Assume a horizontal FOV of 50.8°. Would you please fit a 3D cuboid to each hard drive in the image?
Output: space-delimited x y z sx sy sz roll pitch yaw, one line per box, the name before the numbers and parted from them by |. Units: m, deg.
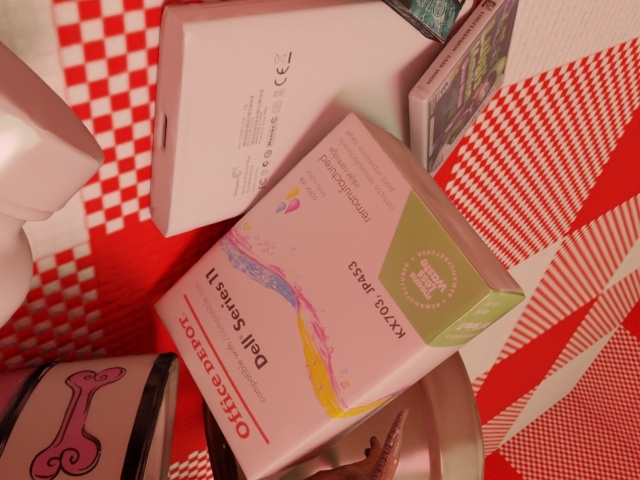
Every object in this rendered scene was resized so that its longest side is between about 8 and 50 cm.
hard drive | -0.004 -0.126 0.619 0.307 0.040 0.203 -20 143 -35

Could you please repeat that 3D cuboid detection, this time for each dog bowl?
dog bowl | -0.225 0.288 0.566 0.150 0.408 0.408 9 132 -7

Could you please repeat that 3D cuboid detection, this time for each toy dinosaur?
toy dinosaur | -0.018 0.277 0.634 0.200 0.127 0.296 3 138 -41

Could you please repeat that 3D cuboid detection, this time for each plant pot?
plant pot | 0.005 0.241 0.876 0.280 0.323 0.323 -7 137 -21

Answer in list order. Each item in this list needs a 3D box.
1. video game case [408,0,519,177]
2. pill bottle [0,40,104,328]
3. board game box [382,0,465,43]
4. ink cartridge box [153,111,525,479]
video game case | 0.151 -0.162 0.714 0.173 0.022 0.190 -53 161 -12
pill bottle | -0.272 0.024 0.352 0.318 0.176 0.176 -45 150 2
board game box | 0.072 -0.251 0.526 0.186 0.026 0.126 18 103 -49
ink cartridge box | -0.017 0.080 0.647 0.353 0.207 0.119 -43 157 19
